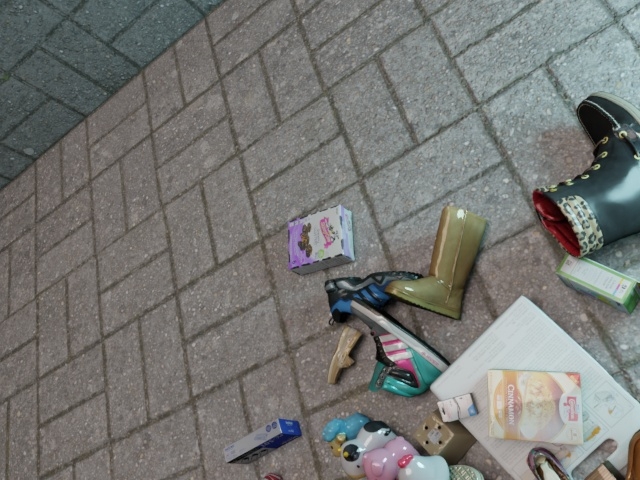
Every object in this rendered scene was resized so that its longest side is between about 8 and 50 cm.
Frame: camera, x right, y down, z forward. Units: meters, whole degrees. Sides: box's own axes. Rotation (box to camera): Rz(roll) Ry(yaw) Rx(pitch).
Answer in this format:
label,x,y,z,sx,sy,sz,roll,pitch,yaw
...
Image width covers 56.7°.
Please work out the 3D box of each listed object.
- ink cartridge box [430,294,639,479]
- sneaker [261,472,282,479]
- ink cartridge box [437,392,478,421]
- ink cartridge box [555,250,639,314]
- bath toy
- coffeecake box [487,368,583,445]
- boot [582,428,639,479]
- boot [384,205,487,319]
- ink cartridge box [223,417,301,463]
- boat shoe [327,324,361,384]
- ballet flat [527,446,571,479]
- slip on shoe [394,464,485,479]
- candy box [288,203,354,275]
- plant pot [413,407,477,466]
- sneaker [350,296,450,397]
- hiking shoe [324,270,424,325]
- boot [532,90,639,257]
label,x,y,z,sx,sy,sz,roll,pitch,yaw
ink cartridge box,0.486,0.362,1.319,0.308,0.091,0.385,-48,69,9
sneaker,-0.117,0.692,1.620,0.042,0.067,0.118,-33,86,18
ink cartridge box,0.305,0.376,1.330,0.083,0.028,0.048,-22,73,19
ink cartridge box,0.628,0.103,1.283,0.209,0.109,0.062,30,90,39
bath toy,0.141,0.502,1.372,0.151,0.129,0.348,-58,26,-15
coffeecake box,0.451,0.346,1.250,0.185,0.068,0.142,-2,80,22
boot,0.659,0.461,1.100,0.283,0.109,0.220,-53,56,18
boot,0.289,0.042,1.488,0.089,0.236,0.269,3,75,60
ink cartridge box,-0.163,0.564,1.662,0.207,0.097,0.046,-34,55,19
boat shoe,0.067,0.320,1.624,0.059,0.063,0.170,19,93,12
ballet flat,0.497,0.520,1.193,0.077,0.079,0.221,-41,68,13
slip on shoe,0.244,0.579,1.367,0.331,0.101,0.123,-21,39,41
candy box,0.000,0.000,1.795,0.196,0.070,0.165,-17,62,30
plant pot,0.283,0.458,1.391,0.109,0.096,0.109,-52,50,6
sneaker,0.160,0.291,1.503,0.295,0.124,0.178,37,94,17
hiking shoe,0.153,0.155,1.617,0.304,0.113,0.132,-12,81,36
boot,0.611,-0.149,1.329,0.284,0.138,0.377,-23,63,-2
